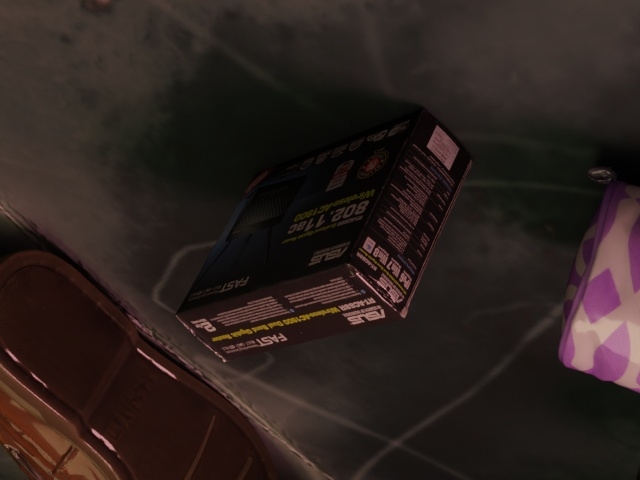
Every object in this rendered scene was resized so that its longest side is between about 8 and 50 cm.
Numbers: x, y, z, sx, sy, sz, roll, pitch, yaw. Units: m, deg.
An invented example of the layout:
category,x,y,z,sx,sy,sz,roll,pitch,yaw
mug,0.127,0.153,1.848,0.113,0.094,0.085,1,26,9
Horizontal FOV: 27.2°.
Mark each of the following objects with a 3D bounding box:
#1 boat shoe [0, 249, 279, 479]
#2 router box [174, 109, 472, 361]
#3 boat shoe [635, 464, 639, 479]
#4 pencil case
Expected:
category,x,y,z,sx,sy,sz,roll,pitch,yaw
boat shoe,-0.131,0.126,0.847,0.104,0.110,0.307,-9,123,45
router box,0.000,0.000,0.592,0.122,0.092,0.038,-19,126,46
boat shoe,0.294,0.150,0.598,0.303,0.091,0.114,5,140,28
pencil case,0.195,0.040,0.529,0.206,0.086,0.088,19,180,14
